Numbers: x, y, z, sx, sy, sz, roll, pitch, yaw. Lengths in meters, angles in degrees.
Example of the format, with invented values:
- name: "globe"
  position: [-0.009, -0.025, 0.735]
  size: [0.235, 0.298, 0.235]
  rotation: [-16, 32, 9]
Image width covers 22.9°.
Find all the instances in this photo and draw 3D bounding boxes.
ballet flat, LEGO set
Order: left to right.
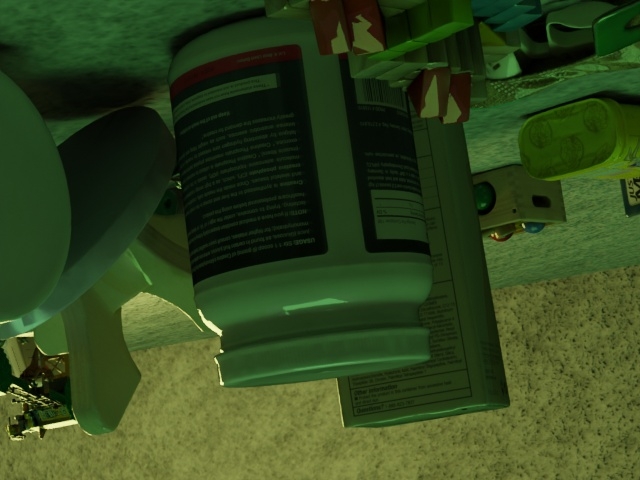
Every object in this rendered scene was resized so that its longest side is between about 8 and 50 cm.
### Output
- name: "LEGO set"
  position: [-0.460, 0.140, 2.081]
  size: [0.192, 0.254, 0.331]
  rotation: [-13, 169, 13]
- name: "ballet flat"
  position: [0.188, -0.163, 1.308]
  size: [0.206, 0.073, 0.067]
  rotation: [-15, 142, 28]

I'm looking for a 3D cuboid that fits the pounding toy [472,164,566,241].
- name: "pounding toy"
  position: [0.223, -0.033, 2.035]
  size: [0.130, 0.100, 0.141]
  rotation: [-15, 169, 39]

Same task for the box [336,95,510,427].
- name: "box"
  position: [0.080, 0.018, 1.520]
  size: [0.148, 0.311, 0.121]
  rotation: [-10, 170, 17]

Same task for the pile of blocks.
- name: "pile of blocks"
  position: [0.087, -0.148, 1.099]
  size: [0.149, 0.112, 0.362]
  rotation: [-11, 171, 24]

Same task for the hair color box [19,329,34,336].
- name: "hair color box"
  position: [-0.280, 0.010, 1.634]
  size: [0.093, 0.167, 0.053]
  rotation: [-12, 171, 30]

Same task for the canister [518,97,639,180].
- name: "canister"
  position: [0.315, -0.107, 1.719]
  size: [0.126, 0.073, 0.170]
  rotation: [-15, 170, 42]

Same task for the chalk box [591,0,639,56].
- name: "chalk box"
  position: [0.308, -0.167, 0.961]
  size: [0.289, 0.179, 0.180]
  rotation: [-8, 173, 11]

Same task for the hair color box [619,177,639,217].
- name: "hair color box"
  position: [0.510, -0.109, 1.770]
  size: [0.174, 0.105, 0.347]
  rotation: [-2, 171, -30]

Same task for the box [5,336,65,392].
- name: "box"
  position: [-0.391, 0.132, 2.307]
  size: [0.145, 0.186, 0.038]
  rotation: [-2, 144, -38]

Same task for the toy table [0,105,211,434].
- name: "toy table"
  position: [-0.186, 0.027, 1.371]
  size: [0.252, 0.161, 0.274]
  rotation: [-2, -138, 41]

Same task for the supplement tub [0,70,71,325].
- name: "supplement tub"
  position: [-0.377, -0.006, 1.200]
  size: [0.325, 0.235, 0.235]
  rotation: [-13, 170, 28]

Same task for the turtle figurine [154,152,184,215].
- name: "turtle figurine"
  position: [-0.091, -0.049, 1.615]
  size: [0.234, 0.118, 0.175]
  rotation: [4, -156, -46]

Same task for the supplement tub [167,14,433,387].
- name: "supplement tub"
  position: [-0.014, -0.029, 1.253]
  size: [0.191, 0.272, 0.191]
  rotation: [-7, 172, -1]
